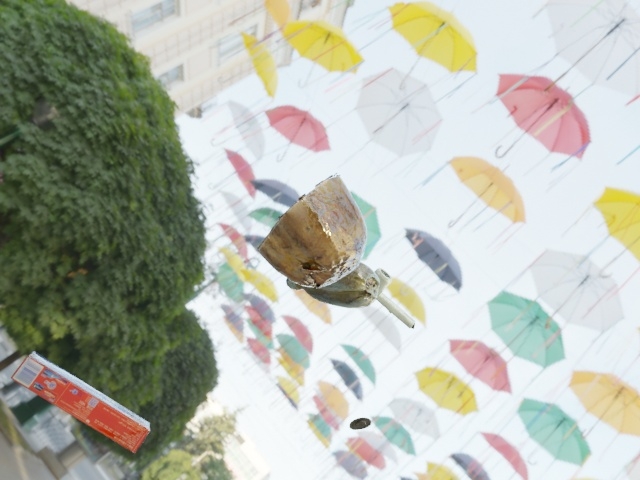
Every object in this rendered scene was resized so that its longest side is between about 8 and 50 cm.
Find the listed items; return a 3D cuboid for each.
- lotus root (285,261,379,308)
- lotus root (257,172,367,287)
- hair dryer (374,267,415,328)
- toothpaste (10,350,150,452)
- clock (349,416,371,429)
[{"bbox_3d":[0.040,0.129,2.044,0.322,0.140,0.158,6,-50,34],"label":"lotus root"},{"bbox_3d":[0.000,0.000,1.451,0.192,0.272,0.272,54,-24,8],"label":"lotus root"},{"bbox_3d":[0.244,0.216,2.192,0.236,0.131,0.073,43,17,2],"label":"hair dryer"},{"bbox_3d":[-0.536,0.365,1.440,0.320,0.066,0.076,37,-10,-12],"label":"toothpaste"},{"bbox_3d":[0.129,0.596,2.072,0.083,0.074,0.010,85,-5,-49],"label":"clock"}]
